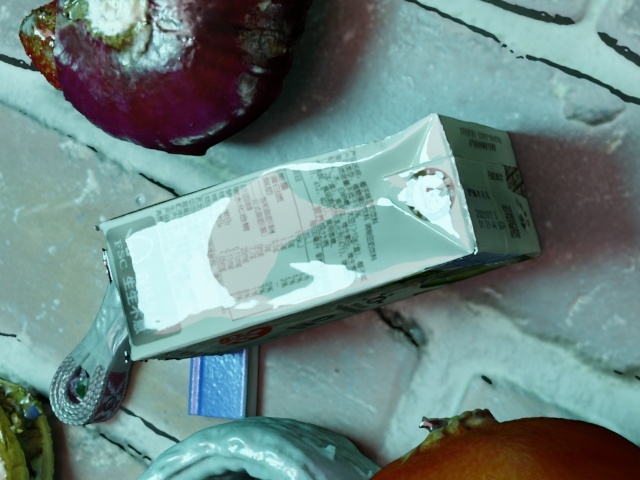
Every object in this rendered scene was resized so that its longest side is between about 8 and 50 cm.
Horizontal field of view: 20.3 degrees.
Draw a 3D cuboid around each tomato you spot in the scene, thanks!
[{"bbox_3d":[0.156,0.293,1.380,0.321,0.321,0.321,0,89,28],"label":"tomato"}]

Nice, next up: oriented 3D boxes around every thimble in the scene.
[{"bbox_3d":[-0.056,0.258,1.573,0.250,0.172,0.205,-13,81,29],"label":"thimble"}]

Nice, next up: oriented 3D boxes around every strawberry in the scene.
[{"bbox_3d":[-0.239,-0.191,1.718,0.106,0.106,0.106,0,89,28],"label":"strawberry"}]

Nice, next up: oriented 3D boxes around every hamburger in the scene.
[{"bbox_3d":[-0.347,0.230,1.757,0.182,0.118,0.191,-9,82,31],"label":"hamburger"}]

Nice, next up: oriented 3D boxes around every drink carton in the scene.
[{"bbox_3d":[-0.001,0.000,1.518,0.325,0.194,0.132,-17,83,21],"label":"drink carton"}]

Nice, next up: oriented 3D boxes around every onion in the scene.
[{"bbox_3d":[-0.119,-0.176,1.593,0.207,0.216,0.206,15,100,19],"label":"onion"}]

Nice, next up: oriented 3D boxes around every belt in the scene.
[{"bbox_3d":[-0.189,0.077,1.712,0.071,0.053,0.232,39,107,23],"label":"belt"}]

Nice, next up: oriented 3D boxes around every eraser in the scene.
[{"bbox_3d":[-0.091,0.124,1.673,0.063,0.027,0.084,3,92,28],"label":"eraser"}]
